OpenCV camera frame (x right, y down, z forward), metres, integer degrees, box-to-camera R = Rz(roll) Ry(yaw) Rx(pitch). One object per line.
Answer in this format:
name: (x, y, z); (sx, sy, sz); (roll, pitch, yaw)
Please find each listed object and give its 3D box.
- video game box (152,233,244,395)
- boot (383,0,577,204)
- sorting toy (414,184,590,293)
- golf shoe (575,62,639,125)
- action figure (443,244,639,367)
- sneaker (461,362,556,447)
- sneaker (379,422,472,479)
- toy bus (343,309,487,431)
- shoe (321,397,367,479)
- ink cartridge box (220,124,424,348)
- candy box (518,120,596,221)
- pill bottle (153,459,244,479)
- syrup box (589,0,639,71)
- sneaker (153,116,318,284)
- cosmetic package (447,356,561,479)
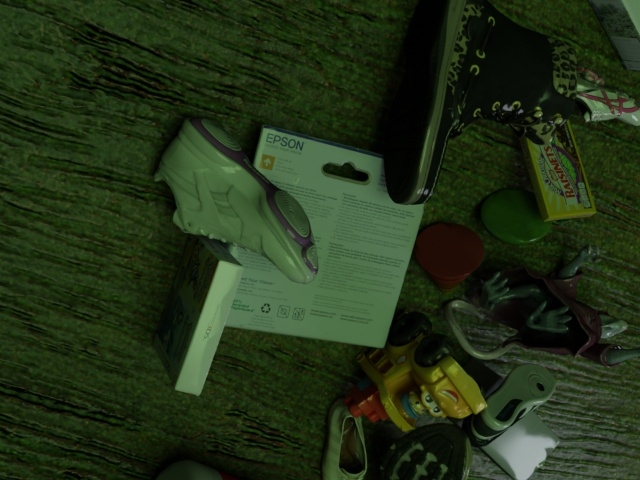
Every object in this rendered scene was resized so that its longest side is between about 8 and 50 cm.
video game box: (-0.190, 0.104, 1.300); (0.048, 0.187, 0.205); (16, 98, -27)
boot: (0.266, -0.214, 1.403); (0.284, 0.138, 0.377); (15, 79, -25)
sorting toy: (0.333, 0.000, 1.564); (0.366, 0.127, 0.126); (-26, 143, -17)
golf shoe: (0.515, -0.250, 1.572); (0.186, 0.067, 0.086); (26, 98, -18)
action figure: (0.457, 0.170, 1.600); (0.276, 0.248, 0.370); (-36, 149, 26)
sneaker: (0.327, 0.300, 1.542); (0.217, 0.079, 0.121); (-20, 155, -43)
sneaker: (0.208, 0.459, 1.581); (0.182, 0.158, 0.410); (-24, 142, -38)
toy bus: (0.149, 0.252, 1.478); (0.211, 0.220, 0.149); (-36, 114, -5)
shoe: (0.045, 0.397, 1.560); (0.077, 0.058, 0.218); (-9, 108, -21)
ink cartridge box: (0.000, 0.000, 1.420); (0.324, 0.071, 0.330); (12, 97, -25)
candy box: (0.417, -0.137, 1.525); (0.105, 0.027, 0.205); (-8, 75, -20)
pill bottle: (-0.103, 0.541, 1.443); (0.408, 0.229, 0.229); (31, 92, -28)
syrup box: (0.558, -0.418, 1.523); (0.096, 0.093, 0.237); (-42, 117, -7)
sneaker: (-0.125, -0.038, 1.278); (0.305, 0.114, 0.152); (48, 109, 11)
cosmetic package: (0.343, 0.351, 1.654); (0.127, 0.107, 0.238); (-46, 120, -6)
